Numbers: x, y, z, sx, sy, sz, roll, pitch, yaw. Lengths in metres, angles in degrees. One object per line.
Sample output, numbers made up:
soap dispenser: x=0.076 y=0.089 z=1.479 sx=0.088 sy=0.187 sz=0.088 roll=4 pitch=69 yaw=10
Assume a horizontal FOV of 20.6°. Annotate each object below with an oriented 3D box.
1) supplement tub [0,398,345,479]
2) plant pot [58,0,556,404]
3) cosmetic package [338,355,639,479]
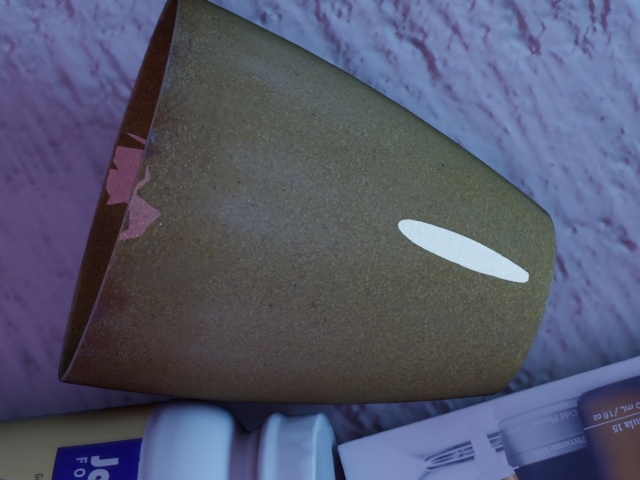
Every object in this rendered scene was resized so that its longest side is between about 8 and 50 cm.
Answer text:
supplement tub: x=-0.149 y=0.222 z=1.051 sx=0.331 sy=0.241 sz=0.241 roll=-8 pitch=95 yaw=6
plant pot: x=0.000 y=0.000 z=1.040 sx=0.254 sy=0.237 sz=0.237 roll=16 pitch=97 yaw=-11
cosmetic package: x=0.228 y=0.208 z=1.038 sx=0.377 sy=0.097 sz=0.284 roll=-18 pitch=72 yaw=7
